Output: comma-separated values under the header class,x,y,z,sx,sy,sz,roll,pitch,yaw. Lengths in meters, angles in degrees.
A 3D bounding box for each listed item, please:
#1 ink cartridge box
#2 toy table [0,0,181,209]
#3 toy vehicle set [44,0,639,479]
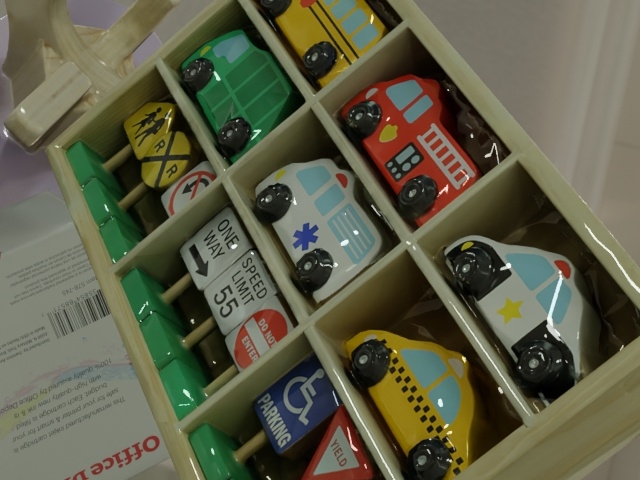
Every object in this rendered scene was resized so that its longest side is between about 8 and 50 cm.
class,x,y,z,sx,sy,sz,roll,pitch,yaw
ink cartridge box,-0.192,0.077,0.858,0.128,0.176,0.127,-24,18,-19
toy table,-0.192,-0.135,1.054,0.252,0.161,0.274,35,51,-18
toy vehicle set,0.000,0.000,0.483,0.035,0.166,0.267,40,13,-46
